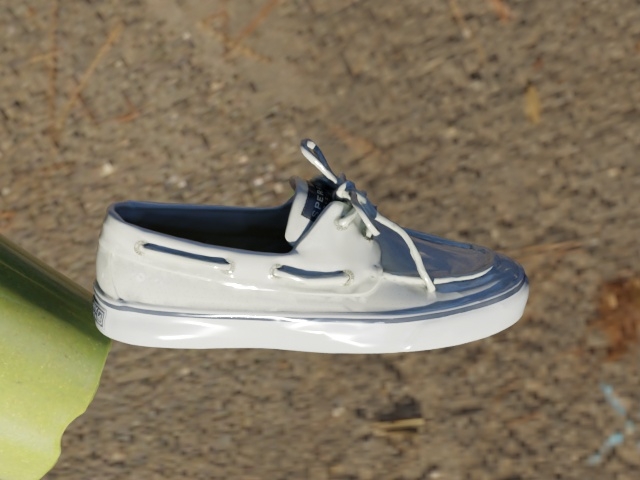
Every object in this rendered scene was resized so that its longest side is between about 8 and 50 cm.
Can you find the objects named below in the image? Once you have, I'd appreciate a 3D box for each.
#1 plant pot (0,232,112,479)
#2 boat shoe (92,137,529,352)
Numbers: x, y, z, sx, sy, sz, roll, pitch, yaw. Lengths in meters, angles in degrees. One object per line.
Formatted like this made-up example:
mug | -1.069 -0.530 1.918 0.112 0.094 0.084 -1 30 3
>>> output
plant pot | -0.330 0.085 1.563 0.254 0.276 0.276 28 71 -18
boat shoe | -0.003 -0.003 1.481 0.367 0.136 0.156 1 112 -7
